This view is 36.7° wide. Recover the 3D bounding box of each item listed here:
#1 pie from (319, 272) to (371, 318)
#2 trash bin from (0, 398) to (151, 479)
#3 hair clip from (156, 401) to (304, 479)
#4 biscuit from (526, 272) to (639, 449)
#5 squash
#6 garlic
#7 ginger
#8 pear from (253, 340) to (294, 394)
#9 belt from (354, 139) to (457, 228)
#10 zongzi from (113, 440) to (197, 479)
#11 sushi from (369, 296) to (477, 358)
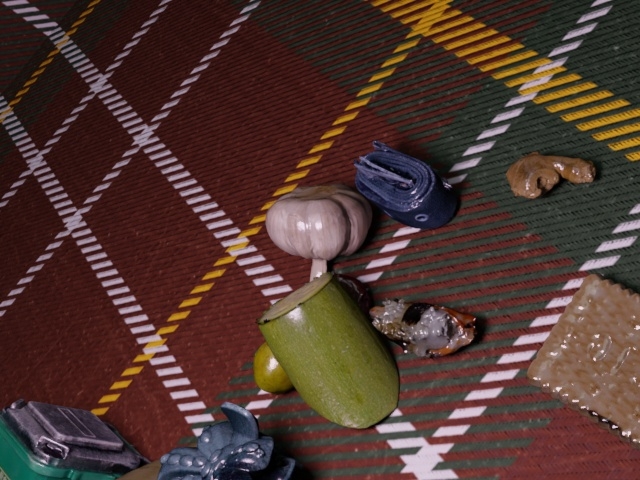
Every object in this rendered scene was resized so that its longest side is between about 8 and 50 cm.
[{"bbox_3d":[0.028,0.136,1.860,0.153,0.038,0.154,-7,74,24],"label":"pie"},{"bbox_3d":[-0.561,0.546,1.986,0.259,0.295,0.381,28,94,46],"label":"trash bin"},{"bbox_3d":[-0.152,0.423,1.725,0.206,0.194,0.310,-55,28,-17],"label":"hair clip"},{"bbox_3d":[0.481,0.197,1.456,0.325,0.044,0.217,30,87,47],"label":"biscuit"},{"bbox_3d":[0.021,0.209,1.782,0.189,0.260,0.189,-34,7,4],"label":"squash"},{"bbox_3d":[0.000,0.000,1.929,0.218,0.218,0.212,16,116,45],"label":"garlic"},{"bbox_3d":[0.398,-0.112,1.701,0.165,0.067,0.096,3,45,42],"label":"ginger"},{"bbox_3d":[-0.075,0.235,1.859,0.107,0.107,0.131,34,92,46],"label":"pear"},{"bbox_3d":[0.154,-0.107,1.862,0.218,0.128,0.122,30,86,47],"label":"belt"},{"bbox_3d":[-0.365,0.644,1.881,0.181,0.418,0.447,19,118,36],"label":"zongzi"},{"bbox_3d":[0.170,0.156,1.711,0.226,0.103,0.097,7,86,45],"label":"sushi"}]
